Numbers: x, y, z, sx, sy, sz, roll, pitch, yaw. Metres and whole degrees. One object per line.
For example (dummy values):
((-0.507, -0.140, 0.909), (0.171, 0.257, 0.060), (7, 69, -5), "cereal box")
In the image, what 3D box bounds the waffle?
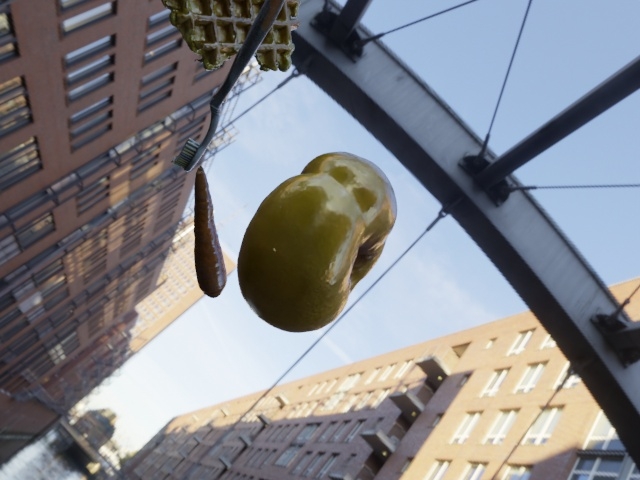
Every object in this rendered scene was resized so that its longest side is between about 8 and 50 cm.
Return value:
((-0.156, -0.440, 0.945), (0.301, 0.281, 0.058), (13, -5, -43), "waffle")

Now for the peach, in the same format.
((0.000, 0.000, 0.476), (0.103, 0.179, 0.179), (32, -33, 14), "peach")

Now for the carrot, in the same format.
((-0.174, -0.010, 0.782), (0.048, 0.048, 0.216), (20, -58, 38), "carrot")

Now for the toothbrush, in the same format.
((-0.120, -0.216, 0.693), (0.037, 0.028, 0.375), (26, -46, -21), "toothbrush")
